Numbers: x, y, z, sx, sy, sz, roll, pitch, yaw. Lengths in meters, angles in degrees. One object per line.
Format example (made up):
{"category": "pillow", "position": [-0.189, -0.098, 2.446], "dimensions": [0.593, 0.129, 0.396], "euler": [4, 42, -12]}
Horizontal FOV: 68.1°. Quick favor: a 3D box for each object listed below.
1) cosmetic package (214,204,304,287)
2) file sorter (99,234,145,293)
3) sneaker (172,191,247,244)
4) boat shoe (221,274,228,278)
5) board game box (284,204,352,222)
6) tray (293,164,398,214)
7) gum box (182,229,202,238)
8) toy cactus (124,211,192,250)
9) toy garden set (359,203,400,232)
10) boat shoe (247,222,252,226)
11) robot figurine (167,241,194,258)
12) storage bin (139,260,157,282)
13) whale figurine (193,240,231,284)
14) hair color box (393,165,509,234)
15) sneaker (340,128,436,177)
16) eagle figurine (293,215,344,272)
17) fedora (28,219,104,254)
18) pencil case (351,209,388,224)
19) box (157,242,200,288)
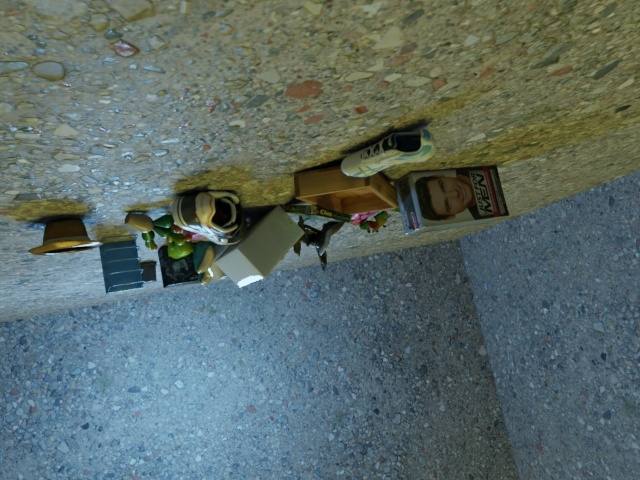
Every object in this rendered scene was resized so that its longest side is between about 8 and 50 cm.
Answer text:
{"category": "cosmetic package", "position": [-0.212, 0.024, 1.611], "dimensions": [0.224, 0.138, 0.224], "euler": [-52, -165, -31]}
{"category": "file sorter", "position": [-0.654, 0.075, 1.567], "dimensions": [0.118, 0.170, 0.104], "euler": [-7, 167, -31]}
{"category": "sneaker", "position": [-0.268, -0.059, 1.342], "dimensions": [0.127, 0.126, 0.321], "euler": [-9, 172, 20]}
{"category": "boat shoe", "position": [-0.407, 0.093, 2.270], "dimensions": [0.324, 0.122, 0.120], "euler": [-22, 164, 14]}
{"category": "board game box", "position": [-0.013, -0.085, 1.495], "dimensions": [0.136, 0.030, 0.260], "euler": [10, -179, -21]}
{"category": "tray", "position": [0.093, -0.144, 1.406], "dimensions": [0.203, 0.076, 0.411], "euler": [-8, 174, 18]}
{"category": "gum box", "position": [-0.356, -0.043, 1.548], "dimensions": [0.107, 0.062, 0.188], "euler": [-15, 171, 21]}
{"category": "toy cactus", "position": [-0.464, -0.044, 1.354], "dimensions": [0.219, 0.112, 0.180], "euler": [-15, 153, 39]}
{"category": "toy garden set", "position": [0.264, -0.095, 1.732], "dimensions": [0.244, 0.049, 0.204], "euler": [-31, -177, 2]}
{"category": "boat shoe", "position": [-0.280, 0.029, 1.849], "dimensions": [0.098, 0.096, 0.277], "euler": [-10, 154, -22]}
{"category": "robot figurine", "position": [-0.527, 0.029, 1.780], "dimensions": [0.115, 0.067, 0.101], "euler": [-19, 161, 38]}
{"category": "storage bin", "position": [-0.803, 0.150, 2.126], "dimensions": [0.135, 0.091, 0.098], "euler": [-13, 172, -1]}
{"category": "whale figurine", "position": [-0.413, 0.053, 1.738], "dimensions": [0.141, 0.216, 0.272], "euler": [25, -177, 4]}
{"category": "hair color box", "position": [0.448, -0.139, 1.607], "dimensions": [0.374, 0.185, 0.113], "euler": [-8, 171, -25]}
{"category": "sneaker", "position": [0.151, -0.211, 1.119], "dimensions": [0.237, 0.085, 0.086], "euler": [-12, 146, 26]}
{"category": "eagle figurine", "position": [-0.005, -0.009, 1.897], "dimensions": [0.226, 0.225, 0.298], "euler": [-28, 154, 28]}
{"category": "fedora", "position": [-0.677, -0.010, 1.259], "dimensions": [0.194, 0.079, 0.194], "euler": [-10, 178, 0]}
{"category": "pencil case", "position": [0.180, -0.121, 1.699], "dimensions": [0.098, 0.095, 0.209], "euler": [26, 156, -21]}
{"category": "box", "position": [-0.555, 0.099, 1.899], "dimensions": [0.156, 0.158, 0.093], "euler": [-8, 171, -31]}
